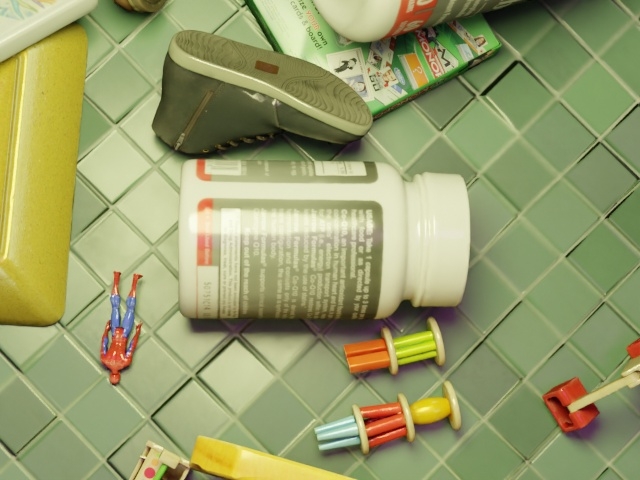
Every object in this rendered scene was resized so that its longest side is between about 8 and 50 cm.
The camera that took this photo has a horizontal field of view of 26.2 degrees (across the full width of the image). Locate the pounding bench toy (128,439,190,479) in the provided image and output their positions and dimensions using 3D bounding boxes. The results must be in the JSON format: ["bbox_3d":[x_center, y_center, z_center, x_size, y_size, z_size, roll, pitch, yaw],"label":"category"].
[{"bbox_3d":[-0.165,0.240,1.374,0.052,0.083,0.065,28,79,1],"label":"pounding bench toy"}]

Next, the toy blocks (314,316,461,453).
[{"bbox_3d":[0.060,0.153,1.420,0.148,0.054,0.123,-13,82,-6],"label":"toy blocks"}]

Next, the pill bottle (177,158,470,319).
[{"bbox_3d":[0.000,0.000,1.387,0.283,0.161,0.161,1,80,-4],"label":"pill bottle"}]

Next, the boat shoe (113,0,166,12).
[{"bbox_3d":[-0.216,-0.388,1.475,0.104,0.111,0.307,-4,80,20],"label":"boat shoe"}]

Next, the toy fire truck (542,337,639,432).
[{"bbox_3d":[0.330,0.127,1.402,0.135,0.192,0.047,-27,84,-37],"label":"toy fire truck"}]

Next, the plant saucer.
[{"bbox_3d":[-0.421,-0.090,1.414,0.333,0.081,0.333,4,80,-4],"label":"plant saucer"}]

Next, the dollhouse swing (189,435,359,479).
[{"bbox_3d":[0.031,0.340,1.237,0.305,0.347,0.315,2,81,-5],"label":"dollhouse swing"}]

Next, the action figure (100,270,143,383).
[{"bbox_3d":[-0.206,0.091,1.425,0.038,0.030,0.115,8,85,3],"label":"action figure"}]

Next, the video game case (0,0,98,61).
[{"bbox_3d":[-0.446,-0.270,1.401,0.329,0.036,0.300,-34,71,-20],"label":"video game case"}]

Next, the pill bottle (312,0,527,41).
[{"bbox_3d":[0.168,-0.339,1.389,0.363,0.210,0.210,-17,82,-21],"label":"pill bottle"}]

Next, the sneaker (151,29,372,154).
[{"bbox_3d":[-0.062,-0.130,1.433,0.222,0.118,0.083,21,37,-1],"label":"sneaker"}]

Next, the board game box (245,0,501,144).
[{"bbox_3d":[0.024,-0.291,1.496,0.213,0.046,0.317,-29,83,-9],"label":"board game box"}]
